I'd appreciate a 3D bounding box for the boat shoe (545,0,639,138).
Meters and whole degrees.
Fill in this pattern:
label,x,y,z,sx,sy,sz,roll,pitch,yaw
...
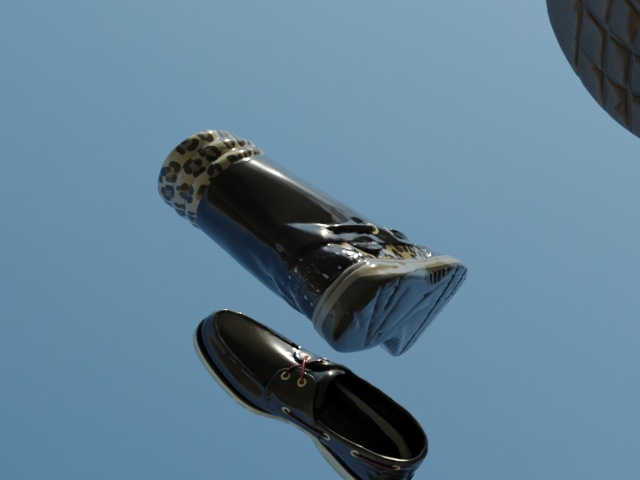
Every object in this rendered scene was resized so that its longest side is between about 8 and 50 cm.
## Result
label,x,y,z,sx,sy,sz,roll,pitch,yaw
boat shoe,0.331,-0.129,1.169,0.355,0.132,0.130,48,-138,13

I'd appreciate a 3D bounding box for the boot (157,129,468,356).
label,x,y,z,sx,sy,sz,roll,pitch,yaw
boot,0.001,-0.001,1.016,0.178,0.236,0.085,39,-79,18

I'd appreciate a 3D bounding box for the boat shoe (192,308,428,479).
label,x,y,z,sx,sy,sz,roll,pitch,yaw
boat shoe,-0.004,0.075,0.719,0.133,0.042,0.049,38,-134,4
